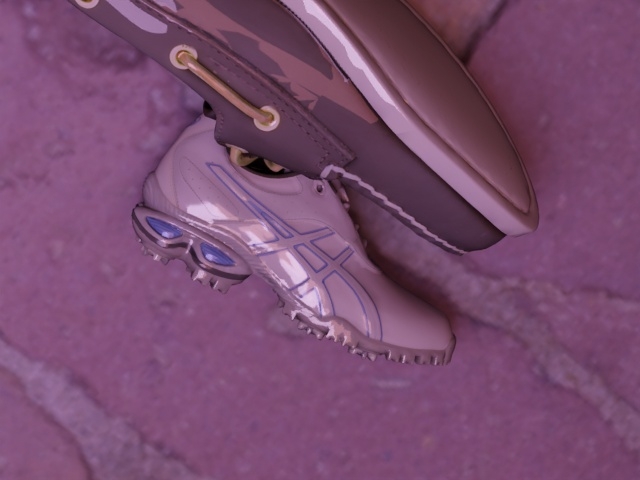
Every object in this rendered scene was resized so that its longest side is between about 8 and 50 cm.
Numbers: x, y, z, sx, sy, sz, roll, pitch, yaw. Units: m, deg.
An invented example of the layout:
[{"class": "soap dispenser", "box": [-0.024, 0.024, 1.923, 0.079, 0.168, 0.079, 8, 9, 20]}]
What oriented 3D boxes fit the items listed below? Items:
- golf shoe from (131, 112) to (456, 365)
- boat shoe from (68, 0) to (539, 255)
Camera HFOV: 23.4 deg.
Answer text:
[{"class": "golf shoe", "box": [0.000, 0.000, 0.747, 0.176, 0.069, 0.086, 27, 94, -16]}, {"class": "boat shoe", "box": [-0.024, -0.090, 0.690, 0.091, 0.109, 0.305, -39, 115, 23]}]
